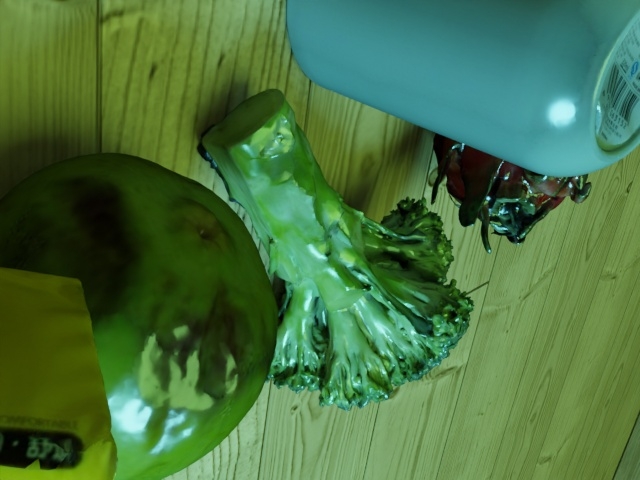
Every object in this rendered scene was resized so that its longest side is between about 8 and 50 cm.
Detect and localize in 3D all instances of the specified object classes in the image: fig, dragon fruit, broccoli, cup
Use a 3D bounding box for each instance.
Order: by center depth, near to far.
[{"bbox_3d":[-0.169,0.072,0.644,0.271,0.239,0.239,-37,152,21],"label":"fig"},{"bbox_3d":[0.145,-0.188,0.761,0.205,0.312,0.205,-29,134,-35],"label":"cup"},{"bbox_3d":[0.022,-0.005,0.871,0.252,0.221,0.361,-11,132,-4],"label":"broccoli"},{"bbox_3d":[0.228,-0.102,1.014,0.193,0.192,0.274,56,40,-64],"label":"dragon fruit"}]

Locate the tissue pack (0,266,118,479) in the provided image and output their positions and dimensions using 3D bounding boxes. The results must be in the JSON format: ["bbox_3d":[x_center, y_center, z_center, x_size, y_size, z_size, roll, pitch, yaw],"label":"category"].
[{"bbox_3d":[-0.318,0.144,0.380,0.382,0.228,0.293,11,107,-26],"label":"tissue pack"}]
